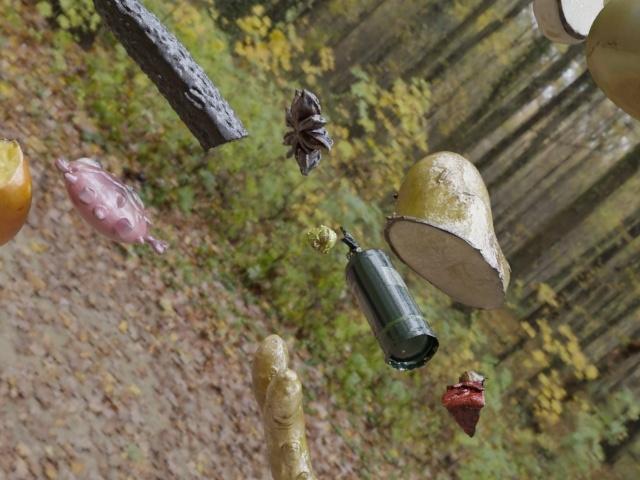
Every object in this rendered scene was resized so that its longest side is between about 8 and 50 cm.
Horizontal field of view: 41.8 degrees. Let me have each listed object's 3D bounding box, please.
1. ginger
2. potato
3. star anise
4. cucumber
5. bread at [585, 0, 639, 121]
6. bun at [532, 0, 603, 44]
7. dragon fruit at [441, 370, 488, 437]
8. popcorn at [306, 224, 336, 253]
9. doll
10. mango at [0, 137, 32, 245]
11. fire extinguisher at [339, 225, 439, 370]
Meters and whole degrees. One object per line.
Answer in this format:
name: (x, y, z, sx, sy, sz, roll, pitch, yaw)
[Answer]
ginger: (-0.091, 0.418, 1.922, 0.363, 0.122, 0.348, -158, -117, -70)
potato: (0.380, -0.051, 2.223, 0.397, 0.296, 0.290, 32, -26, -1)
star anise: (-0.035, -0.260, 2.018, 0.231, 0.089, 0.209, -159, -113, -71)
cucumber: (-0.215, -0.248, 1.168, 0.300, 0.072, 0.072, 52, 8, -10)
bread: (0.383, -0.220, 0.929, 0.156, 0.158, 0.261, 33, 2, 11)
bun: (0.544, -0.524, 1.882, 0.173, 0.172, 0.120, 44, -21, -28)
dragon fruit: (0.375, 0.379, 2.023, 0.122, 0.092, 0.192, 55, 22, 0)
popcorn: (0.003, 0.002, 1.910, 0.083, 0.068, 0.059, 120, -37, -59)
doll: (-0.380, -0.060, 1.533, 0.262, 0.093, 0.211, 43, 7, -20)
mango: (-0.612, -0.064, 1.496, 0.187, 0.257, 0.138, 13, 51, -11)
fire extinguisher: (0.103, 0.091, 1.456, 0.118, 0.093, 0.294, 44, 13, -45)
